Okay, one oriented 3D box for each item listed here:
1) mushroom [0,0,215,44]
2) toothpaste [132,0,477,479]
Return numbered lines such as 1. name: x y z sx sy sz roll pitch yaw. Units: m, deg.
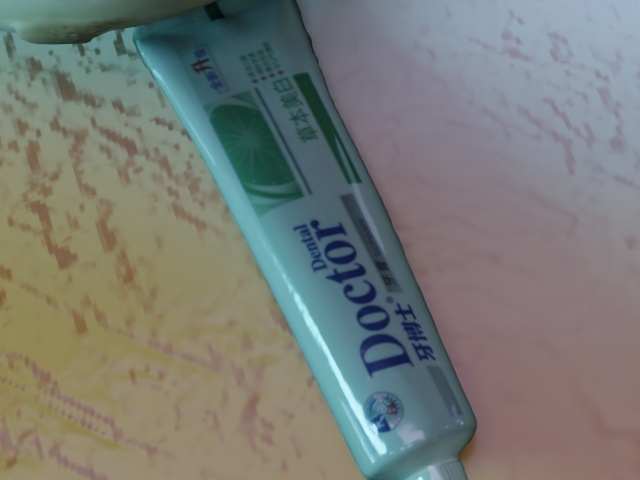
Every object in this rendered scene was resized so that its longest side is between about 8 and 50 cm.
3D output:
1. mushroom: -0.097 -0.249 0.402 0.314 0.314 0.336 9 49 10
2. toothpaste: 0.000 0.000 0.415 0.064 0.041 0.218 -21 68 -11
